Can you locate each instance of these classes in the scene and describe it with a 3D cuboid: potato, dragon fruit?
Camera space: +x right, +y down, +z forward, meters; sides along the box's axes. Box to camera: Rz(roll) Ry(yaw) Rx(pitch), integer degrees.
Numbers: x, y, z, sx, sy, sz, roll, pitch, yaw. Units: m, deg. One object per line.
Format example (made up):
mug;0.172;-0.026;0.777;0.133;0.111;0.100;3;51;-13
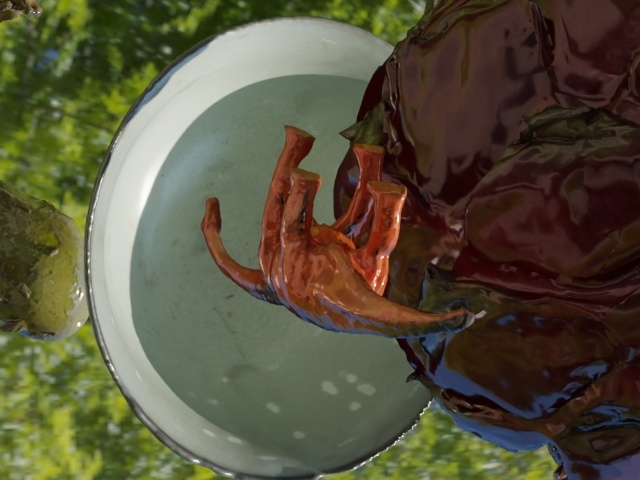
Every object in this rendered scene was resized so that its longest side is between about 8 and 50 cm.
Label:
potato;-0.261;0.003;1.261;0.188;0.085;0.105;30;-82;-3
dragon fruit;0.169;-0.021;0.869;0.329;0.329;0.329;-2;-96;23

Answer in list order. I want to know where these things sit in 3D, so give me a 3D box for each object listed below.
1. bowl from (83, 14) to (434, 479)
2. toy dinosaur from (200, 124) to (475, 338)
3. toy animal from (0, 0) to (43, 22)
bowl;-0.049;0.002;1.103;0.146;0.313;0.313;9;-92;56
toy dinosaur;-0.006;-0.001;0.743;0.055;0.279;0.101;9;-77;-19
toy animal;-0.334;-0.193;1.205;0.275;0.054;0.149;28;-77;23
